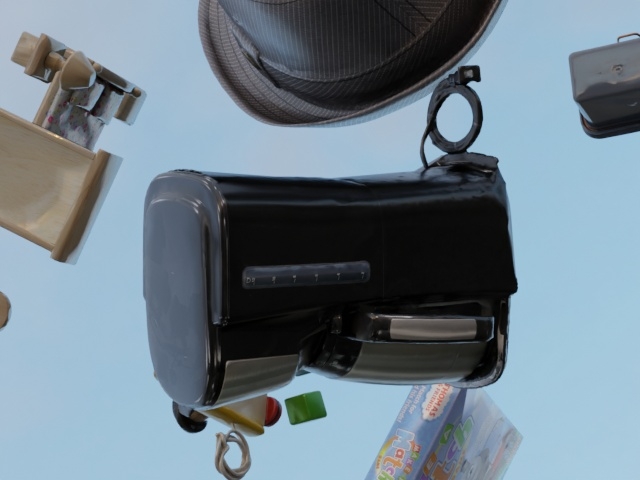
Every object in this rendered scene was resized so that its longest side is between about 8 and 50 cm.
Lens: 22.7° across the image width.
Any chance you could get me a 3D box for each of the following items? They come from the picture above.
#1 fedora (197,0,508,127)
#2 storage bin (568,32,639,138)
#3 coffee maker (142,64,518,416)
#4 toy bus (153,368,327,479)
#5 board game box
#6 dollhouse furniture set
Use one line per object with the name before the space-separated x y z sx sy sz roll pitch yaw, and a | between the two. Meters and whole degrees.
fedora | -0.005 -0.201 0.966 0.243 0.275 0.124 -39 -40 16
storage bin | 0.320 -0.172 1.645 0.135 0.098 0.091 -10 -17 22
coffee maker | 0.000 0.000 0.842 0.178 0.171 0.120 0 -19 -29
toy bus | -0.100 0.108 1.454 0.104 0.191 0.202 -22 5 38
board game box | 0.084 0.187 1.190 0.160 0.039 0.211 -62 -25 -9
dollhouse furniture set | -0.262 -0.034 1.683 0.303 0.173 0.355 -65 -15 1
